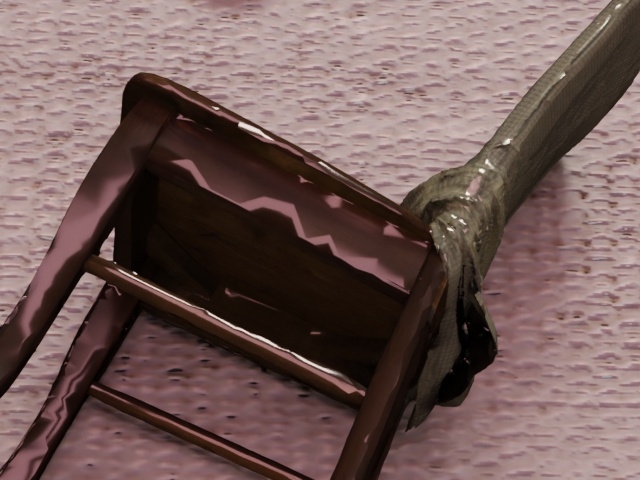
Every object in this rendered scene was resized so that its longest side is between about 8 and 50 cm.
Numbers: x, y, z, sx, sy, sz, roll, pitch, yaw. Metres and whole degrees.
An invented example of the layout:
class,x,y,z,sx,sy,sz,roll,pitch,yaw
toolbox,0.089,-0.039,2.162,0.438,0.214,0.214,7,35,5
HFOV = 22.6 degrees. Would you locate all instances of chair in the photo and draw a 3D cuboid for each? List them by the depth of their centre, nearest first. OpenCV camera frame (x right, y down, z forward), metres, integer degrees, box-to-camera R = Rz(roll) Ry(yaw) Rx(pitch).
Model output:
class,x,y,z,sx,sy,sz,roll,pitch,yaw
chair,0.000,0.000,0.685,0.186,0.160,0.319,25,62,7
